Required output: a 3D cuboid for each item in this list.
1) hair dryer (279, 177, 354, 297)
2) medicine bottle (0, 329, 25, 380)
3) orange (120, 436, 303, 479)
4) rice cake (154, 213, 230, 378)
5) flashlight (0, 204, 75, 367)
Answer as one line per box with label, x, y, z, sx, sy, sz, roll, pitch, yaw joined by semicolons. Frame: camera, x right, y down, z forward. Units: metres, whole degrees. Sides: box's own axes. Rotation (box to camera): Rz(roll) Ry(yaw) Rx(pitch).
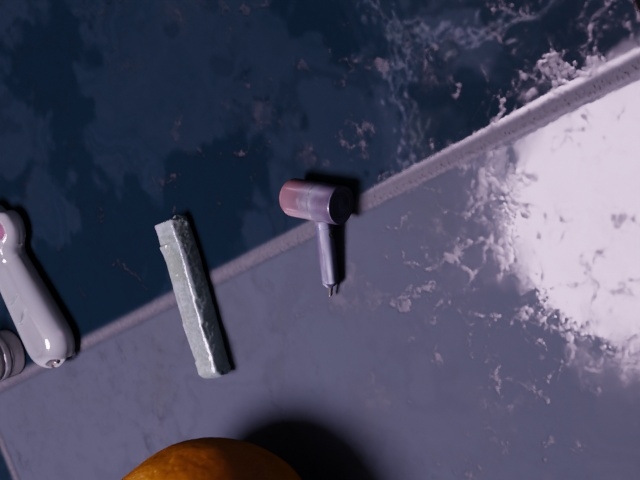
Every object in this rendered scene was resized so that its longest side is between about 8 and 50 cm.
hair dryer;0.000;0.000;1.328;0.063;0.037;0.114;10;116;39
medicine bottle;-0.394;0.141;1.653;0.058;0.091;0.058;12;110;37
orange;-0.116;0.315;1.361;0.261;0.261;0.261;12;110;37
rice cake;-0.129;0.058;1.451;0.033;0.029;0.171;-13;94;45
flashlight;-0.341;0.054;1.614;0.093;0.047;0.200;-37;77;40
